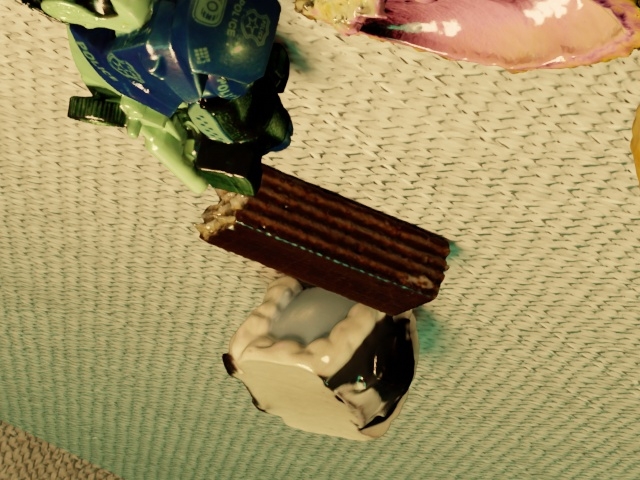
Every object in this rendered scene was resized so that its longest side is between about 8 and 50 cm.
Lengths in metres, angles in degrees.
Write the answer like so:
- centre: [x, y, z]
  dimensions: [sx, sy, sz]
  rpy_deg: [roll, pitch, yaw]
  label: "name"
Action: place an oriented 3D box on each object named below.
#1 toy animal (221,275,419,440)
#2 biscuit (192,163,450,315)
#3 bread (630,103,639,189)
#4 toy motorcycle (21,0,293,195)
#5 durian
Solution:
- centre: [0.004, 0.123, 2.067]
  dimensions: [0.204, 0.156, 0.208]
  rpy_deg: [8, 152, 27]
  label: "toy animal"
- centre: [0.000, 0.000, 1.844]
  dimensions: [0.252, 0.070, 0.106]
  rpy_deg: [21, 160, -17]
  label: "biscuit"
- centre: [0.336, -0.054, 1.328]
  dimensions: [0.244, 0.134, 0.244]
  rpy_deg: [11, 162, 4]
  label: "bread"
- centre: [-0.107, -0.141, 1.400]
  dimensions: [0.196, 0.125, 0.331]
  rpy_deg: [11, 166, 18]
  label: "toy motorcycle"
- centre: [0.114, -0.184, 1.184]
  dimensions: [0.191, 0.112, 0.341]
  rpy_deg: [12, 172, -18]
  label: "durian"
